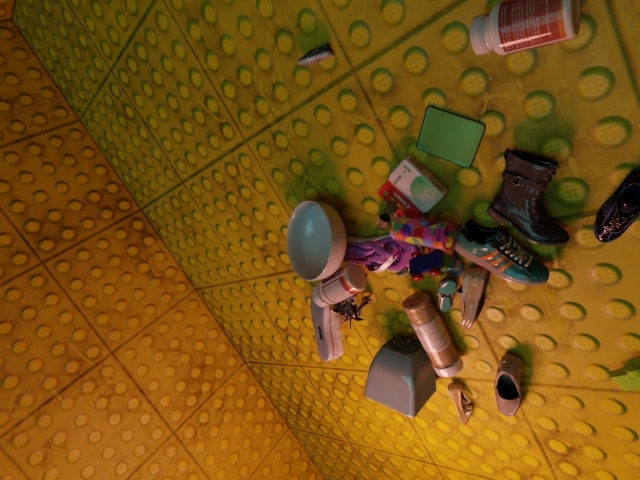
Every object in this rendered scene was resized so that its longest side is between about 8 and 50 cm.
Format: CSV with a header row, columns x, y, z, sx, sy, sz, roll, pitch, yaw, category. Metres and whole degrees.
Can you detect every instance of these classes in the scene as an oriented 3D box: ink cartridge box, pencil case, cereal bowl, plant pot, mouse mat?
x,y,z,sx,sy,sz,roll,pitch,yaw,category
0.304,-0.162,1.459,0.181,0.056,0.224,45,138,5,ink cartridge box
0.348,-0.032,1.447,0.236,0.104,0.104,16,131,45,pencil case
0.000,0.000,1.743,0.339,0.141,0.338,0,90,56,cereal bowl
0.359,0.569,1.854,0.248,0.247,0.252,12,112,36,plant pot
0.396,-0.317,1.287,0.190,0.007,0.152,28,136,22,mouse mat

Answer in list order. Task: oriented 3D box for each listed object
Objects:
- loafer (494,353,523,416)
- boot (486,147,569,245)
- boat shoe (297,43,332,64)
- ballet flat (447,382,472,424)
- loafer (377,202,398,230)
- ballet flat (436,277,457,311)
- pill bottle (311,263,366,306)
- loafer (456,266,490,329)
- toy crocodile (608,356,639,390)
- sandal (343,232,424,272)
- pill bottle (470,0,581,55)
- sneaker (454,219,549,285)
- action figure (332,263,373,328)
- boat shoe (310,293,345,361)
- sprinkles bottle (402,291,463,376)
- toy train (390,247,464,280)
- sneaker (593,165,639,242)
x,y,z,sx,sy,sz,roll,pitch,yaw,category
0.722,0.580,1.625,0.112,0.111,0.319,11,127,37,loafer
0.609,-0.123,1.183,0.263,0.091,0.228,31,138,23,boot
-0.020,-0.618,1.397,0.142,0.049,0.040,2,103,39,boat shoe
0.633,0.730,1.858,0.073,0.080,0.232,-14,113,31,ballet flat
0.242,-0.083,1.570,0.056,0.050,0.148,36,147,16,loafer
0.468,0.185,1.565,0.074,0.074,0.203,23,145,27,ballet flat
0.073,0.192,1.741,0.221,0.121,0.121,-33,96,37,pill bottle
0.538,0.202,1.508,0.092,0.102,0.268,22,124,30,loafer
1.012,0.368,1.216,0.115,0.105,0.340,42,145,7,toy crocodile
0.217,0.066,1.678,0.417,0.102,0.169,-1,120,42,sandal
0.472,-0.507,0.976,0.216,0.121,0.121,3,123,40,pill bottle
0.576,0.034,1.325,0.302,0.108,0.121,27,140,26,sneaker
0.149,0.253,1.866,0.164,0.141,0.275,20,117,27,action figure
0.059,0.399,2.072,0.136,0.157,0.366,-20,77,53,boat shoe
0.457,0.382,1.700,0.121,0.121,0.355,-13,111,47,sprinkles bottle
0.391,0.105,1.543,0.144,0.105,0.248,14,157,-28,toy train
0.770,-0.076,1.075,0.082,0.090,0.232,25,135,25,sneaker
